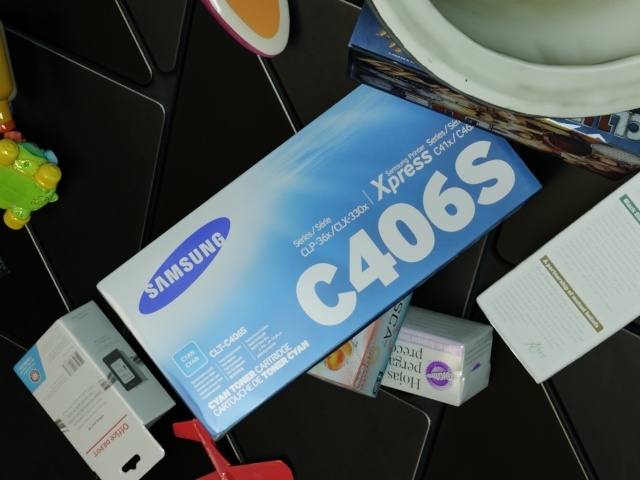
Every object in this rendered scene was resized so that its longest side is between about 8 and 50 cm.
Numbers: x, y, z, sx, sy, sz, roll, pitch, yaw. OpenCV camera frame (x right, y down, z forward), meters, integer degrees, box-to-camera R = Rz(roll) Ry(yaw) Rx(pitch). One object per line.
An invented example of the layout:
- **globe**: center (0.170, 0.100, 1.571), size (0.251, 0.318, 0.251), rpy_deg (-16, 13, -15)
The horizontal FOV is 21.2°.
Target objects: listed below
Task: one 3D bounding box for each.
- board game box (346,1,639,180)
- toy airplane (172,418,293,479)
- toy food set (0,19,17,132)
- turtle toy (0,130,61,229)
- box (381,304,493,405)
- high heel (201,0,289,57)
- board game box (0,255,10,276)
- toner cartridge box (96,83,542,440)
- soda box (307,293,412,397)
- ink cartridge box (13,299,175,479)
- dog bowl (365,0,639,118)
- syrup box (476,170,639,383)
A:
- **board game box**: center (0.140, -0.115, 1.340), size (0.243, 0.165, 0.042), rpy_deg (21, 87, 2)
- **toy airplane**: center (-0.100, 0.232, 1.764), size (0.151, 0.028, 0.151), rpy_deg (14, 117, 29)
- **toy food set**: center (-0.388, -0.166, 1.736), size (0.232, 0.111, 0.104), rpy_deg (-1, 108, 30)
- **turtle toy**: center (-0.324, -0.078, 1.750), size (0.130, 0.066, 0.095), rpy_deg (32, 128, -18)
- **box**: center (0.003, 0.080, 1.611), size (0.324, 0.067, 0.063), rpy_deg (13, 111, 27)
- **high heel**: center (-0.119, -0.266, 1.560), size (0.244, 0.082, 0.117), rpy_deg (53, 157, -11)
- **board game box**: center (-0.432, -0.019, 1.878), size (0.126, 0.026, 0.186), rpy_deg (-28, 93, 38)
- **toner cartridge box**: center (0.000, 0.000, 1.444), size (0.348, 0.075, 0.165), rpy_deg (-38, 84, -5)
- **soda box**: center (0.045, 0.042, 1.518), size (0.058, 0.063, 0.183), rpy_deg (17, 83, 26)
- **ink cartridge box**: center (-0.228, 0.168, 1.800), size (0.180, 0.060, 0.104), rpy_deg (51, 126, 6)
- **dog bowl**: center (0.183, -0.297, 1.169), size (0.150, 0.408, 0.408), rpy_deg (-120, 36, -54)
- **syrup box**: center (0.251, 0.011, 1.406), size (0.237, 0.093, 0.096), rpy_deg (-40, 85, 37)
